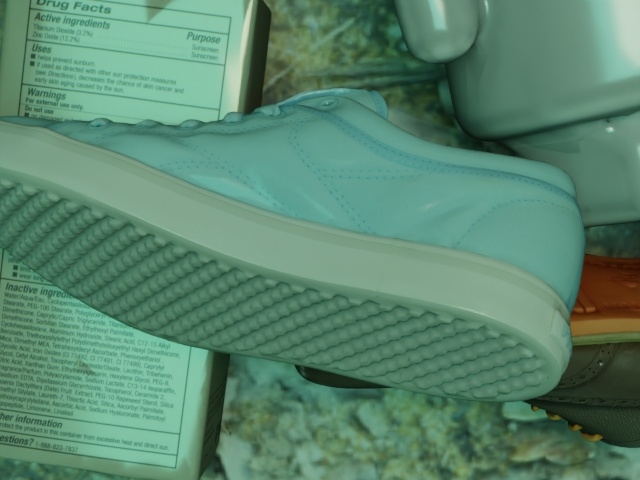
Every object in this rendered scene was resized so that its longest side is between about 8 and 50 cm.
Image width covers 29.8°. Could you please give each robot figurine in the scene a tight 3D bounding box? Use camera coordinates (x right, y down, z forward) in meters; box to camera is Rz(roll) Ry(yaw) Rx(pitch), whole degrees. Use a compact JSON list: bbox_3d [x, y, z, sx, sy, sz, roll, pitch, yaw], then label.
[{"bbox_3d":[0.156,-0.188,0.711,0.300,0.199,0.354,-14,94,-35],"label":"robot figurine"}]

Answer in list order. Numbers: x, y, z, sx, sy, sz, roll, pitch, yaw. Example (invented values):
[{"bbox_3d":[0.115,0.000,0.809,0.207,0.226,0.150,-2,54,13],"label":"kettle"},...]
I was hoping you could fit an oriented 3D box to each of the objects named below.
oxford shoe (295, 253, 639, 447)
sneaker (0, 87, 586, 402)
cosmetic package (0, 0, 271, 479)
[{"bbox_3d":[0.154,0.077,0.761,0.363,0.130,0.133,-3,115,2],"label":"oxford shoe"},{"bbox_3d":[-0.029,-0.022,0.686,0.365,0.135,0.150,16,56,9],"label":"sneaker"},{"bbox_3d":[-0.130,-0.012,0.789,0.160,0.113,0.310,9,94,2],"label":"cosmetic package"}]
